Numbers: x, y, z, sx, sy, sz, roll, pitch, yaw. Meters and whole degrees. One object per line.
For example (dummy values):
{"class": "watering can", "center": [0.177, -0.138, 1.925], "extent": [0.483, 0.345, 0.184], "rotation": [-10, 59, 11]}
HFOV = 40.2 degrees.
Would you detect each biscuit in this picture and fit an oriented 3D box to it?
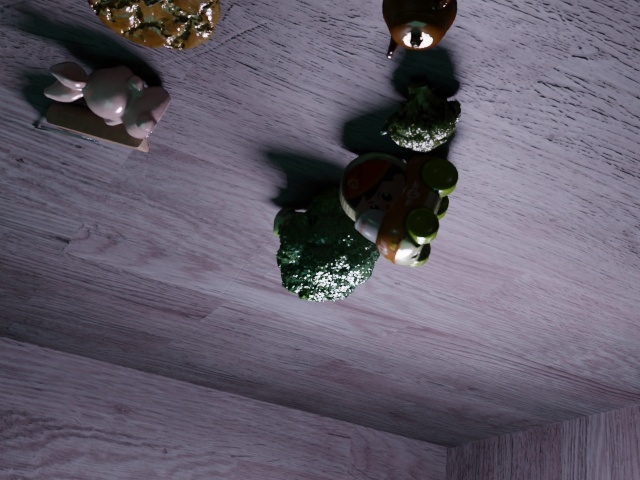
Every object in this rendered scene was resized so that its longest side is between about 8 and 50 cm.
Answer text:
{"class": "biscuit", "center": [-0.265, -0.374, 1.374], "extent": [0.226, 0.042, 0.226], "rotation": [7, 154, 3]}

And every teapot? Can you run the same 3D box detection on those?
{"class": "teapot", "center": [0.146, -0.329, 1.274], "extent": [0.116, 0.116, 0.173], "rotation": [19, 152, -23]}

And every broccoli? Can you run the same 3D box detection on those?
{"class": "broccoli", "center": [0.000, 0.000, 1.911], "extent": [0.270, 0.270, 0.270], "rotation": [28, 173, 41]}
{"class": "broccoli", "center": [0.176, -0.214, 1.517], "extent": [0.131, 0.130, 0.120], "rotation": [9, 123, 33]}

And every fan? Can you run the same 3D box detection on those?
{"class": "fan", "center": [-0.523, -0.217, 1.757], "extent": [0.175, 0.005, 0.113], "rotation": [13, 179, 37]}

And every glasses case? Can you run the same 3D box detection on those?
{"class": "glasses case", "center": [-0.419, -0.229, 1.699], "extent": [0.194, 0.070, 0.102], "rotation": [16, 179, 3]}

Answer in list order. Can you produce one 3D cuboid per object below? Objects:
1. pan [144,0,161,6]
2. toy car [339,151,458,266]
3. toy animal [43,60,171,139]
{"class": "pan", "center": [-0.162, -0.376, 1.273], "extent": [0.128, 0.048, 0.202], "rotation": [19, 139, -26]}
{"class": "toy car", "center": [0.138, -0.076, 1.712], "extent": [0.235, 0.235, 0.145], "rotation": [7, 154, 1]}
{"class": "toy animal", "center": [-0.377, -0.272, 1.566], "extent": [0.213, 0.124, 0.124], "rotation": [30, 148, -23]}
